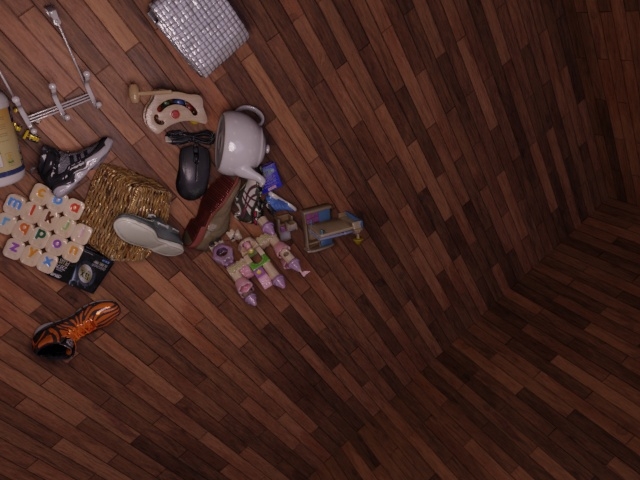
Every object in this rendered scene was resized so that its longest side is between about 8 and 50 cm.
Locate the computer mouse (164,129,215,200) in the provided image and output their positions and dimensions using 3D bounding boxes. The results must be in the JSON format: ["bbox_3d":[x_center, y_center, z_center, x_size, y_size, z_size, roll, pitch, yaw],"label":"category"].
[{"bbox_3d":[-0.480,-0.273,1.881,0.189,0.072,0.272,-6,113,-27],"label":"computer mouse"}]

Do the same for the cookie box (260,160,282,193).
[{"bbox_3d":[-0.218,-0.256,2.047,0.092,0.040,0.107,-26,120,-15],"label":"cookie box"}]

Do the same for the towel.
[{"bbox_3d":[-0.413,-0.733,1.697,0.235,0.121,0.283,-43,126,-4],"label":"towel"}]

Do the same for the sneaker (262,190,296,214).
[{"bbox_3d":[-0.176,-0.139,2.110,0.152,0.058,0.084,30,97,-37],"label":"sneaker"}]

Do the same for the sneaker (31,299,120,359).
[{"bbox_3d":[-0.891,0.345,1.857,0.321,0.180,0.124,-27,121,-16],"label":"sneaker"}]

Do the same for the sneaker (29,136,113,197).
[{"bbox_3d":[-0.828,-0.281,1.672,0.153,0.101,0.268,43,69,-17],"label":"sneaker"}]

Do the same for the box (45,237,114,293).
[{"bbox_3d":[-0.870,0.086,1.821,0.180,0.077,0.147,34,93,-34],"label":"box"}]

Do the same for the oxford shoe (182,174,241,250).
[{"bbox_3d":[-0.404,-0.111,1.979,0.130,0.123,0.348,26,104,-48],"label":"oxford shoe"}]

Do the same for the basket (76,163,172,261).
[{"bbox_3d":[-0.703,-0.098,1.824,0.213,0.223,0.299,2,113,-65],"label":"basket"}]

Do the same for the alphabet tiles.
[{"bbox_3d":[-0.937,-0.040,1.708,0.284,0.021,0.277,26,94,-13],"label":"alphabet tiles"}]

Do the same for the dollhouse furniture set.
[{"bbox_3d":[0.000,0.000,2.116,0.287,0.303,0.198,-16,117,-22],"label":"dollhouse furniture set"}]

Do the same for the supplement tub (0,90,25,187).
[{"bbox_3d":[-1.024,-0.322,1.473,0.229,0.228,0.315,-11,116,-24],"label":"supplement tub"}]

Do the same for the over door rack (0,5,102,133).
[{"bbox_3d":[-0.851,-0.516,1.535,0.240,0.108,0.324,-33,123,-26],"label":"over door rack"}]

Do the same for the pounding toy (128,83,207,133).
[{"bbox_3d":[-0.522,-0.441,1.735,0.270,0.155,0.154,1,105,-29],"label":"pounding toy"}]

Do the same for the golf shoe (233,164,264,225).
[{"bbox_3d":[-0.284,-0.186,1.987,0.120,0.105,0.272,7,119,0],"label":"golf shoe"}]

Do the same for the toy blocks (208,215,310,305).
[{"bbox_3d":[-0.230,0.105,2.004,0.289,0.260,0.308,-34,149,-11],"label":"toy blocks"}]

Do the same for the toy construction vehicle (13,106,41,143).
[{"bbox_3d":[-0.945,-0.371,1.615,0.098,0.035,0.085,22,100,-42],"label":"toy construction vehicle"}]

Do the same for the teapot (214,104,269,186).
[{"bbox_3d":[-0.279,-0.355,1.851,0.187,0.252,0.255,3,111,-21],"label":"teapot"}]

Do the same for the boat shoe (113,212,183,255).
[{"bbox_3d":[-0.596,-0.037,1.752,0.116,0.098,0.319,-17,155,17],"label":"boat shoe"}]
